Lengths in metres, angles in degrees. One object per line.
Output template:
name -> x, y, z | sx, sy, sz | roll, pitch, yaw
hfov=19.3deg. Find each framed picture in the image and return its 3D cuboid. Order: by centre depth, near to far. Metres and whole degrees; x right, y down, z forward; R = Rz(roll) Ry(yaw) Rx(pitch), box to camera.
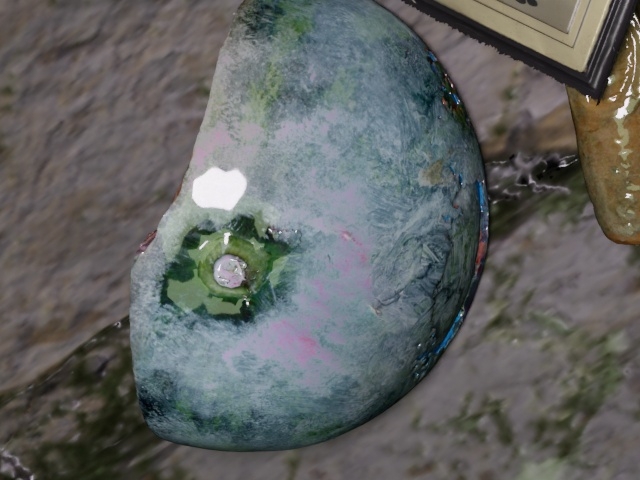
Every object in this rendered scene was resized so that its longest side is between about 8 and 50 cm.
framed picture -> 0.129, -0.212, 1.155 | 0.195, 0.010, 0.199 | 31, 114, 33

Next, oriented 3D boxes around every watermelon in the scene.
watermelon -> -0.003, 0.001, 1.191 | 0.188, 0.175, 0.322 | 11, 103, 15

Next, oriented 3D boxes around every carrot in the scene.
carrot -> 0.173, -0.165, 1.170 | 0.070, 0.070, 0.342 | -9, 95, 18
